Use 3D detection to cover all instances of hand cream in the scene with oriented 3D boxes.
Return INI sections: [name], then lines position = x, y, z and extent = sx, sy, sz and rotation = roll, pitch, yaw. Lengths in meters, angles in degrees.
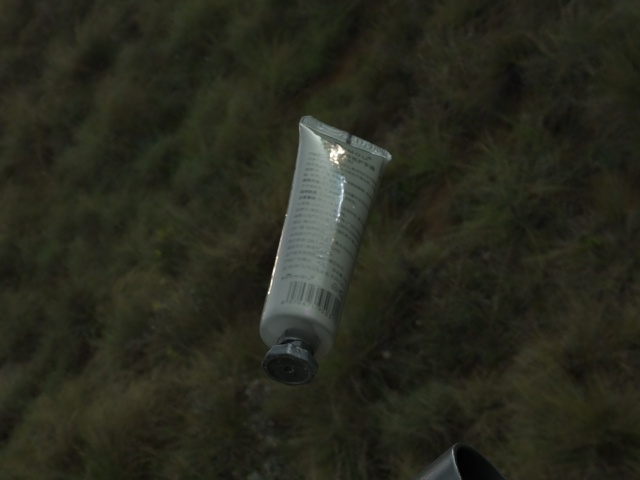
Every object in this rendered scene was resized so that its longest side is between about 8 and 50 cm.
[hand cream]
position = 0.000, 0.000, 0.573
extent = 0.042, 0.067, 0.195
rotation = 116, 172, -47

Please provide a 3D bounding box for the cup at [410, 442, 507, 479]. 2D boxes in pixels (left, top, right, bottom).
[cup]
position = 0.059, 0.156, 0.474
extent = 0.077, 0.100, 0.078
rotation = -40, 75, 15
